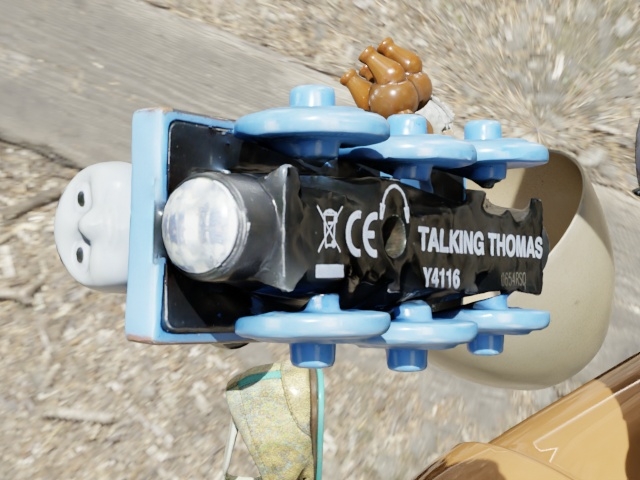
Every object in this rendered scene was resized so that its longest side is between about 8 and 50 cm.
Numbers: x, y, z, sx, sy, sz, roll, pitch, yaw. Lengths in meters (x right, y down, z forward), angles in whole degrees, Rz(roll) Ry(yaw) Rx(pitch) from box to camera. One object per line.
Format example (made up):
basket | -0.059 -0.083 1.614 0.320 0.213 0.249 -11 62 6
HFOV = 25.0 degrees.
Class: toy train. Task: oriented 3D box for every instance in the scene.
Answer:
toy train | 0.000 0.000 0.447 0.105 0.184 0.080 -2 88 35

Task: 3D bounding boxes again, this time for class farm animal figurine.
farm animal figurine | 0.020 -0.020 1.423 0.172 0.327 0.330 45 92 5

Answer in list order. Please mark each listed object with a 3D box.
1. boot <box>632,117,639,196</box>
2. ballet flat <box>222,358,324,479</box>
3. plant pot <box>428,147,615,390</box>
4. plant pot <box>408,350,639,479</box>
boot | 0.179 -0.003 0.611 0.082 0.106 0.219 0 107 1
ballet flat | -0.043 0.269 1.513 0.123 0.123 0.348 1 125 8
plant pot | 0.223 0.059 1.643 0.284 0.284 0.191 -36 116 9
plant pot | 0.199 0.185 0.790 0.203 0.291 0.291 -43 87 -18
